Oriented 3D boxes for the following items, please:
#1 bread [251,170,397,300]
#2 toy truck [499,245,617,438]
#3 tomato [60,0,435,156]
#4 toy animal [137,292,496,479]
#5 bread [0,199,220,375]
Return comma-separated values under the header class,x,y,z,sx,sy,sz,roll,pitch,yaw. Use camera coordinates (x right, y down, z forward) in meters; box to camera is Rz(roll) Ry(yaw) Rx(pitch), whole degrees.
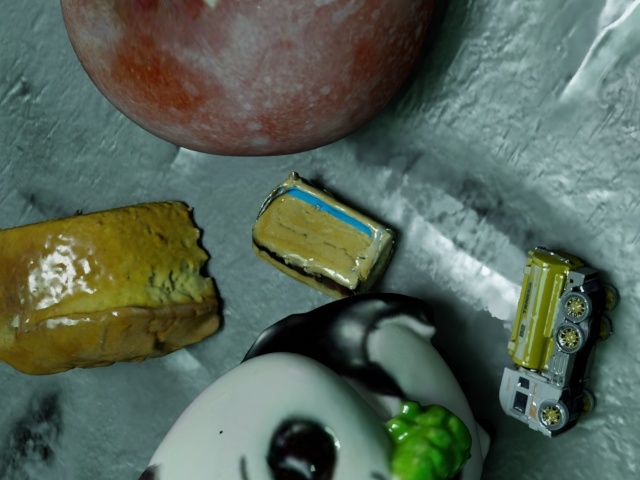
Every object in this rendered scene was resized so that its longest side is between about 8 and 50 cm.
class,x,y,z,sx,sy,sz,roll,pitch,yaw
bread,0.000,0.000,0.973,0.106,0.053,0.072,30,89,23
toy truck,0.161,0.069,0.880,0.062,0.052,0.123,19,107,33
tomato,-0.059,-0.189,0.875,0.270,0.227,0.270,5,100,29
toy animal,0.005,0.160,0.859,0.212,0.267,0.213,6,112,15
bread,-0.213,0.039,1.070,0.229,0.139,0.143,-13,83,32
